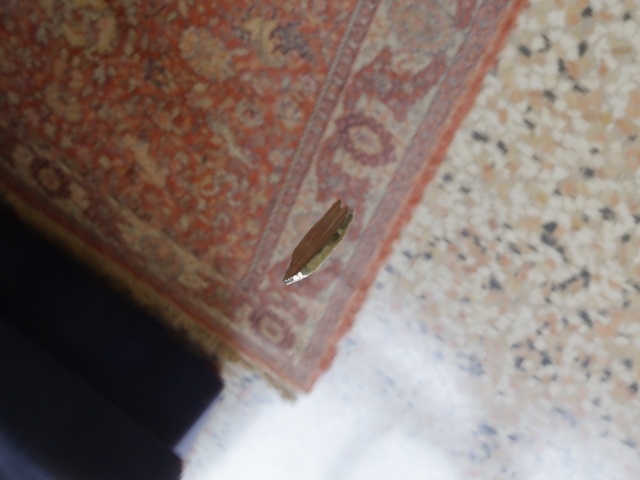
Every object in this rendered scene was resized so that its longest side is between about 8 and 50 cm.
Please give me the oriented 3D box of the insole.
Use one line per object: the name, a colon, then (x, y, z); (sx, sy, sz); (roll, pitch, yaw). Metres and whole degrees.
insole: (0.000, 0.000, 1.063); (0.011, 0.081, 0.248); (41, -175, -4)
